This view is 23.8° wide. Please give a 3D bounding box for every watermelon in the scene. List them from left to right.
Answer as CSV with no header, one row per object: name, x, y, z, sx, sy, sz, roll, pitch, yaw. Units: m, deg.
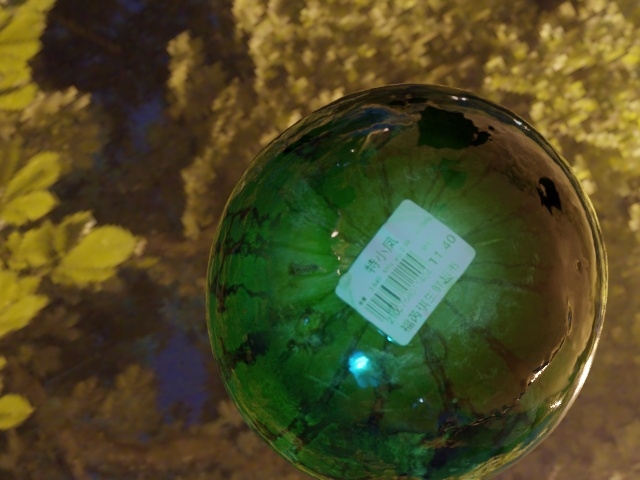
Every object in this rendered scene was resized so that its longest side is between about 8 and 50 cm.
watermelon,0.069,0.041,1.238,0.363,0.363,0.363,31,-135,-37
